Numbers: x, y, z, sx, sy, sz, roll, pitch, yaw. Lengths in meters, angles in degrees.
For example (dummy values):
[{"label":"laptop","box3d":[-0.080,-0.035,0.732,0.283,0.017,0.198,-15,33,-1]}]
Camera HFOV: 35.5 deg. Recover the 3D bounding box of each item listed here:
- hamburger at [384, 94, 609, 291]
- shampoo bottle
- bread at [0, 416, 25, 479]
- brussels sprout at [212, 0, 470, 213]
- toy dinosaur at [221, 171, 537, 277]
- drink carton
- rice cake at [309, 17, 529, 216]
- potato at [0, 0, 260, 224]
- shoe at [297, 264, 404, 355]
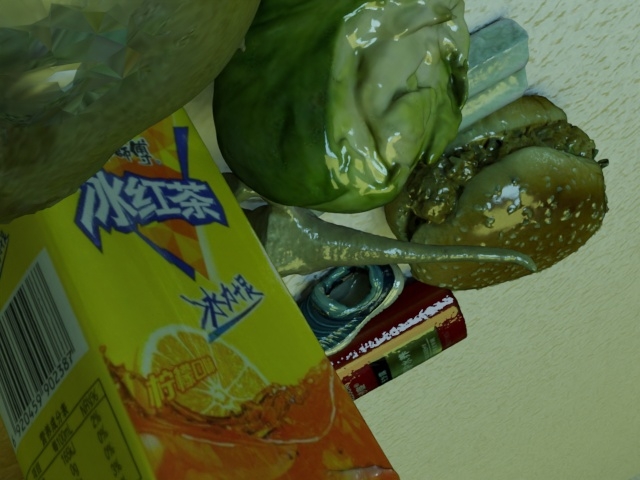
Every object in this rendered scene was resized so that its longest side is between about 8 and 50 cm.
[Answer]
[{"label":"hamburger","box3d":[0.158,-0.030,0.923,0.215,0.122,0.189,-6,145,-35]},{"label":"shampoo bottle","box3d":[0.014,0.144,1.105,0.314,0.076,0.118,-29,154,-5]},{"label":"bread","box3d":[-0.220,0.093,0.737,0.253,0.142,0.227,-41,149,11]},{"label":"brussels sprout","box3d":[0.009,-0.102,0.650,0.131,0.145,0.183,43,64,-36]},{"label":"toy dinosaur","box3d":[-0.001,-0.005,0.749,0.251,0.072,0.200,-9,170,42]},{"label":"drink carton","box3d":[-0.099,0.050,0.558,0.155,0.351,0.111,3,136,-46]},{"label":"rice cake","box3d":[0.069,-0.097,0.814,0.226,0.040,0.085,-31,150,-1]},{"label":"potato","box3d":[-0.165,-0.142,0.332,0.270,0.219,0.359,-31,150,14]},{"label":"shoe","box3d":[0.016,0.063,0.994,0.143,0.064,0.071,-38,152,6]}]
